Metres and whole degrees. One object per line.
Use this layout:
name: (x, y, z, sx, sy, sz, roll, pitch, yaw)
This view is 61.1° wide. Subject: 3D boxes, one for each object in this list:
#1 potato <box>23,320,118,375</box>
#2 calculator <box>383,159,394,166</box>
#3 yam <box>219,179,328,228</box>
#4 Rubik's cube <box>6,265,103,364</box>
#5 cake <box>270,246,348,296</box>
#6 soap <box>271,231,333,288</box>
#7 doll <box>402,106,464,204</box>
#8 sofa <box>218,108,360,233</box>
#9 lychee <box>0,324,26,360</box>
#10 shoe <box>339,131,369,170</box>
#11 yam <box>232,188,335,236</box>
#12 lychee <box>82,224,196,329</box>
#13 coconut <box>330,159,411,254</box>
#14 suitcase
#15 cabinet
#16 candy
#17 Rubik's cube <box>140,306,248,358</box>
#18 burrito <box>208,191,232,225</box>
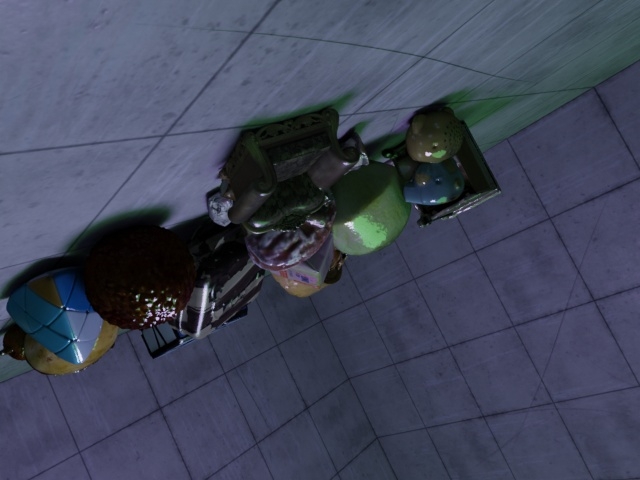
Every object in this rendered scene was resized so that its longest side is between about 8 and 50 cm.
potato: (-0.720, 0.259, 1.616, 0.285, 0.243, 0.242, -12, 166, -42)
calculator: (0.275, -0.280, 2.026, 0.100, 0.032, 0.175, -27, 174, 8)
yam: (-0.104, -0.086, 1.228, 0.252, 0.061, 0.061, 17, 157, -19)
Rubik's cube: (-0.596, 0.168, 1.249, 0.254, 0.255, 0.254, -26, 174, -3)
cake: (-0.002, 0.004, 1.925, 0.321, 0.333, 0.332, -31, 173, 26)
soap: (-0.061, 0.038, 1.632, 0.199, 0.181, 0.139, 87, 22, -70)
doll: (0.327, -0.241, 1.549, 0.177, 0.261, 0.161, -21, -158, -35)
sofa: (-0.059, -0.129, 1.118, 0.258, 0.182, 0.200, -23, 173, -30)
lychee: (-0.913, 0.311, 1.661, 0.114, 0.114, 0.146, -29, -172, 29)
shoe: (0.060, -0.215, 1.396, 0.092, 0.089, 0.180, -23, -178, -10)
yam: (-0.099, -0.111, 1.334, 0.254, 0.154, 0.154, -21, 174, -1)
lychee: (-0.411, 0.087, 1.251, 0.260, 0.261, 0.260, -26, 174, -3)
coconut: (0.114, -0.115, 1.658, 0.328, 0.328, 0.281, -31, -145, 40)
suitcase: (-0.303, 0.073, 1.578, 0.351, 0.193, 0.339, -37, 148, -52)
cabinet: (0.408, -0.225, 1.823, 0.227, 0.290, 0.318, -29, 173, 32)
candy: (-0.082, -0.051, 1.475, 0.290, 0.214, 0.157, -51, 177, -12)
Rubik's cube: (-0.459, 0.199, 1.827, 0.283, 0.289, 0.293, -23, 176, -38)
burrito: (-0.252, -0.077, 1.361, 0.064, 0.064, 0.203, -25, 175, -14)
